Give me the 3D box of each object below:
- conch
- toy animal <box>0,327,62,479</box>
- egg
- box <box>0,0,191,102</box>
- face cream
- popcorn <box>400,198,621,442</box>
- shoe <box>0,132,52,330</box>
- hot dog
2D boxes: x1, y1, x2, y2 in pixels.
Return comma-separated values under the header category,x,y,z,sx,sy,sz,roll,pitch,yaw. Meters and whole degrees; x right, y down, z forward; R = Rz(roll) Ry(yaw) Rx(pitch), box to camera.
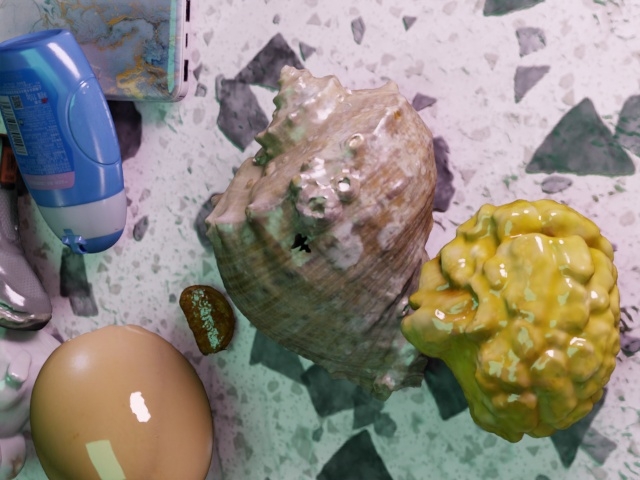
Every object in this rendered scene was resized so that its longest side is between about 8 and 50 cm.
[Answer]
category,x,y,z,sx,sy,sz,roll,pitch,yaw
conch,-0.013,0.000,1.392,0.297,0.210,0.352,-11,85,47
toy animal,-0.394,0.240,1.665,0.138,0.140,0.282,32,107,31
egg,-0.219,0.217,1.518,0.201,0.201,0.244,-49,44,24
box,-0.276,-0.237,1.592,0.285,0.044,0.142,5,95,28
face cream,-0.295,-0.107,1.564,0.149,0.083,0.264,0,114,36
popcorn,0.180,0.075,1.291,0.203,0.200,0.226,7,128,-2
shoe,-0.410,-0.046,1.652,0.336,0.132,0.171,46,105,19
hot dog,-0.130,0.090,1.555,0.058,0.035,0.083,-26,83,28
